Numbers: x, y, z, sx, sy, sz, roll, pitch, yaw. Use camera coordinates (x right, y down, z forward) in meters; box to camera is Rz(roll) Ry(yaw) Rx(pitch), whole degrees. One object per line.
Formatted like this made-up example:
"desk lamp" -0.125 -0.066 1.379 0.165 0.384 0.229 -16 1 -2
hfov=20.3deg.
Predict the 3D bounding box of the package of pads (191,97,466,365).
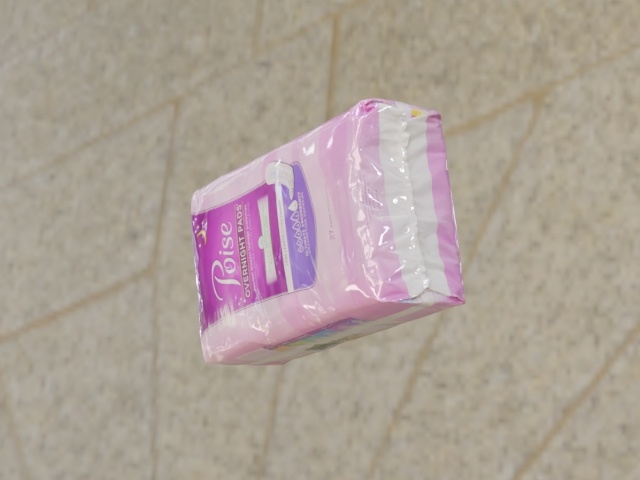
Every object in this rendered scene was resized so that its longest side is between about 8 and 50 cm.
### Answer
"package of pads" 0.000 0.000 0.444 0.032 0.050 0.083 4 -15 -34
